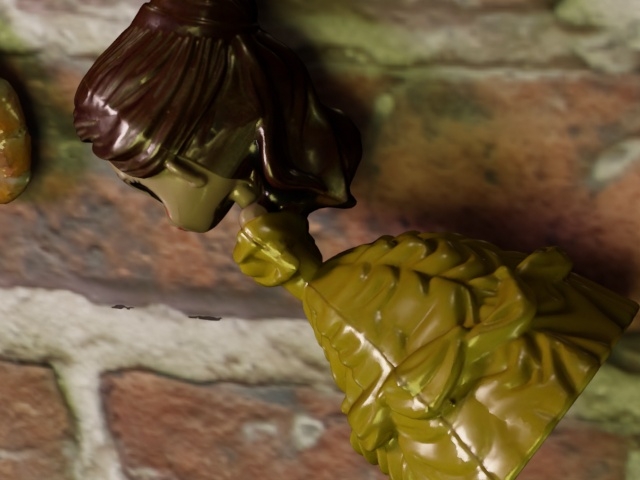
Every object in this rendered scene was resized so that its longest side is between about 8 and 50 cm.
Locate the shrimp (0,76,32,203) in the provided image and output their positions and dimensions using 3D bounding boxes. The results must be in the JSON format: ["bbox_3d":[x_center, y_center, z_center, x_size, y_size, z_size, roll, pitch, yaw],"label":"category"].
[{"bbox_3d":[-0.240,-0.101,1.013,0.101,0.042,0.190,-16,112,38],"label":"shrimp"}]

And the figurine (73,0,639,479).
[{"bbox_3d":[-0.002,0.003,0.906,0.315,0.187,0.168,39,131,9],"label":"figurine"}]
